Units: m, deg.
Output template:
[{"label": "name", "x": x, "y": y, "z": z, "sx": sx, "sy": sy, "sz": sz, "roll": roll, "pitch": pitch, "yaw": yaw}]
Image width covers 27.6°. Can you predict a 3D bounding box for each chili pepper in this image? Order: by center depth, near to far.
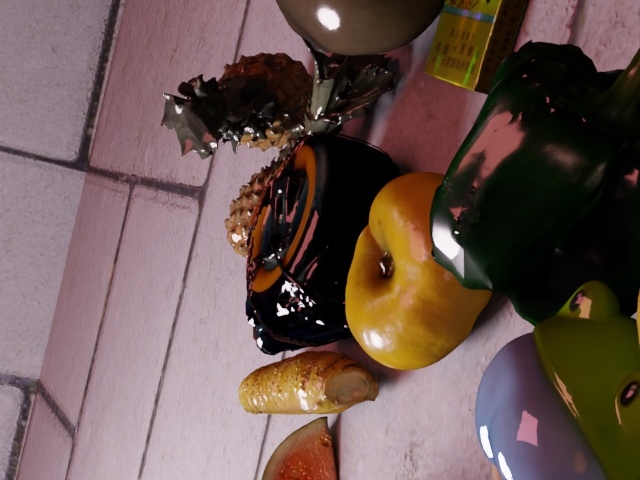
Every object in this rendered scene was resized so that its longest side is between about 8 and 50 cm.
[{"label": "chili pepper", "x": 0.189, "y": -0.062, "z": 0.870, "sx": 0.261, "sy": 0.174, "sz": 0.165, "roll": -57, "pitch": 4, "yaw": 22}]

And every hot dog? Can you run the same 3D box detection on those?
[{"label": "hot dog", "x": -0.020, "y": 0.151, "z": 1.366, "sx": 0.289, "sy": 0.083, "sz": 0.068, "roll": 163, "pitch": 101, "yaw": -69}]

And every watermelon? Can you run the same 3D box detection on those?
[{"label": "watermelon", "x": -0.030, "y": 0.270, "z": 1.349, "sx": 0.087, "sy": 0.069, "sz": 0.163, "roll": 130, "pitch": 144, "yaw": -51}]

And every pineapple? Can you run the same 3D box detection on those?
[{"label": "pineapple", "x": -0.016, "y": -0.098, "z": 1.461, "sx": 0.130, "sy": 0.119, "sz": 0.277, "roll": -63, "pitch": -2, "yaw": -65}, {"label": "pineapple", "x": -0.096, "y": -0.156, "z": 1.547, "sx": 0.248, "sy": 0.128, "sz": 0.128, "roll": -28, "pitch": -38, "yaw": -64}]

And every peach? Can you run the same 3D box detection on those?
[{"label": "peach", "x": 0.087, "y": 0.023, "z": 1.150, "sx": 0.179, "sy": 0.103, "sz": 0.179, "roll": -165, "pitch": 90, "yaw": -71}]

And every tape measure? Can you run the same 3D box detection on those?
[{"label": "tape measure", "x": 0.000, "y": 0.000, "z": 1.336, "sx": 0.202, "sy": 0.135, "sz": 0.223, "roll": -24, "pitch": 54, "yaw": 62}]

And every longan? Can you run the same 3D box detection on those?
[{"label": "longan", "x": 0.041, "y": -0.281, "z": 1.316, "sx": 0.220, "sy": 0.196, "sz": 0.197, "roll": -168, "pitch": 91, "yaw": -82}]

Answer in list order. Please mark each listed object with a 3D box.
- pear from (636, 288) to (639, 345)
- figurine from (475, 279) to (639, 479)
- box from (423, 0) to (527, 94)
[{"label": "pear", "x": 0.249, "y": 0.044, "z": 0.645, "sx": 0.178, "sy": 0.178, "sz": 0.178, "roll": -167, "pitch": 90, "yaw": -69}, {"label": "figurine", "x": 0.164, "y": 0.155, "z": 0.852, "sx": 0.162, "sy": 0.143, "sz": 0.263, "roll": -102, "pitch": 15, "yaw": -51}, {"label": "box", "x": 0.159, "y": -0.239, "z": 1.220, "sx": 0.121, "sy": 0.030, "sz": 0.193, "roll": -141, "pitch": 65, "yaw": -66}]
